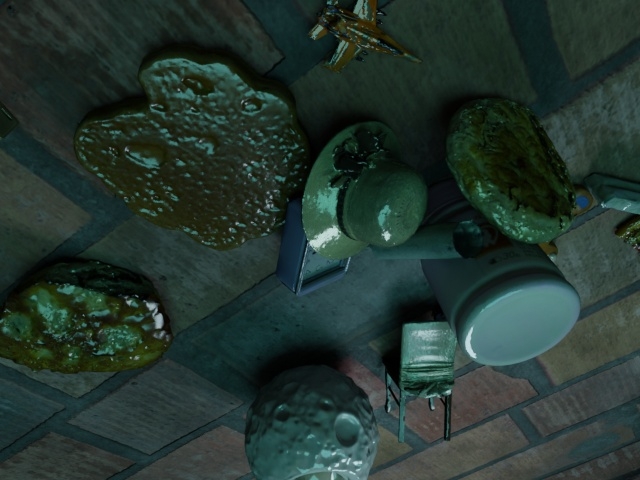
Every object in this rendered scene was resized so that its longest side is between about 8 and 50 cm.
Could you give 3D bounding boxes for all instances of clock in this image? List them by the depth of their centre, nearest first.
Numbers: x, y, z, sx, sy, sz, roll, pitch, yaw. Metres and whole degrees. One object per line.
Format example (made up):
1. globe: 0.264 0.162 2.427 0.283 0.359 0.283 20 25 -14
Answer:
1. clock: 0.000 -0.001 0.840 0.144 0.073 0.194 -20 137 -39

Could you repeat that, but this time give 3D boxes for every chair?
1. chair: 0.253 0.330 1.126 0.160 0.186 0.320 -1 98 -4

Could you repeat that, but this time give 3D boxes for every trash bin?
1. trash bin: -0.526 -0.167 0.673 0.092 0.061 0.043 -22 128 12

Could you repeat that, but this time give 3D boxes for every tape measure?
1. tape measure: 0.331 0.189 1.089 0.091 0.054 0.094 37 132 -25

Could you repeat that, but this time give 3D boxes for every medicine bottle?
1. medicine bottle: 0.294 0.044 0.809 0.202 0.316 0.202 -5 129 -7

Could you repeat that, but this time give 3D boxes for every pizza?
1. pizza: 0.805 -0.009 1.016 0.200 0.053 0.193 -31 126 14

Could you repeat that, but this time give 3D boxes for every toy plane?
1. toy plane: 0.075 -0.310 0.666 0.188 0.062 0.135 7 127 -31

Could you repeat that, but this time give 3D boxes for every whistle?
1. whistle: 0.165 0.005 0.797 0.062 0.312 0.062 1 87 -22

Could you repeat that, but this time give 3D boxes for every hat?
1. hat: 0.104 -0.064 0.732 0.257 0.130 0.258 -24 126 -38

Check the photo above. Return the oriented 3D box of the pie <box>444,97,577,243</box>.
1. pie: 0.324 -0.122 0.732 0.273 0.275 0.055 14 153 -19

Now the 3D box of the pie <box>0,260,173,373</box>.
1. pie: -0.492 0.179 0.921 0.354 0.103 0.289 13 124 -24

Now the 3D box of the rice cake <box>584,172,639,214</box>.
1. rice cake: 0.662 -0.089 0.913 0.225 0.085 0.040 8 133 -15

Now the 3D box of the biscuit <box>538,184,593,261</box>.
1. biscuit: 0.459 0.006 0.980 0.205 0.049 0.324 13 126 -20

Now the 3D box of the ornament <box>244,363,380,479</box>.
1. ornament: -0.025 0.473 1.098 0.336 0.337 0.337 -5 128 -6

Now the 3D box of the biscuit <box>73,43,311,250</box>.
1. biscuit: -0.200 -0.138 0.739 0.380 0.074 0.359 13 125 -18
